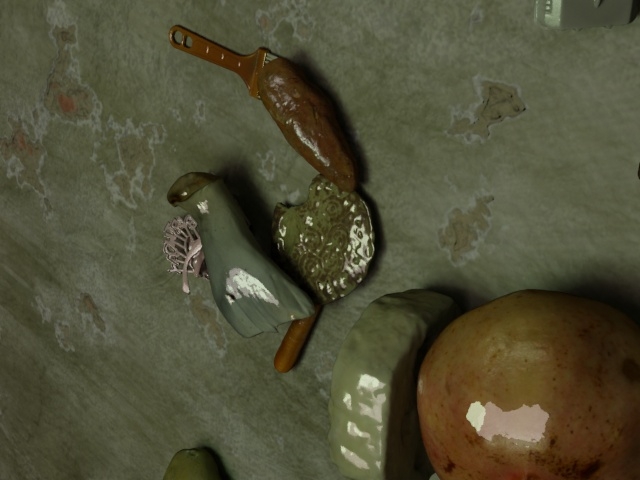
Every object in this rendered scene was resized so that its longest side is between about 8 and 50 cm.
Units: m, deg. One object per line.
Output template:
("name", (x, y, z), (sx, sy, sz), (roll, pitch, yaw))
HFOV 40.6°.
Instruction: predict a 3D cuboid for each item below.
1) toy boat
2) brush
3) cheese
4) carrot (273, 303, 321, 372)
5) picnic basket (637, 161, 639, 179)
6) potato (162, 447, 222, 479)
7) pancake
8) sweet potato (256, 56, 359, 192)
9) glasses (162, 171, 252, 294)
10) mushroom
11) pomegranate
("toy boat", (0.325, -0.393, 1.049), (0.140, 0.140, 0.270), (7, 109, 38))
("brush", (-0.167, -0.324, 1.547), (0.314, 0.017, 0.090), (29, 118, 30))
("cheese", (0.124, 0.228, 1.316), (0.115, 0.326, 0.318), (13, 149, 30))
("carrot", (-0.031, 0.149, 1.566), (0.043, 0.043, 0.248), (40, 123, 24))
("picnic basket", (0.469, -0.073, 1.021), (0.178, 0.128, 0.138), (5, 105, 20))
("potato", (-0.258, 0.533, 1.818), (0.157, 0.157, 0.194), (-8, 85, 41))
("pancake", (0.000, 0.000, 1.479), (0.235, 0.029, 0.212), (-24, 80, 37))
("sweet potato", (-0.012, -0.186, 1.418), (0.252, 0.097, 0.097), (54, 130, 5))
("glasses", (-0.237, -0.007, 1.651), (0.162, 0.095, 0.255), (46, 123, 18))
("mushroom", (-0.145, 0.021, 1.518), (0.159, 0.122, 0.329), (-31, 85, 13))
("pomegranate", (0.286, 0.232, 1.130), (0.338, 0.338, 0.338), (13, 112, 36))
